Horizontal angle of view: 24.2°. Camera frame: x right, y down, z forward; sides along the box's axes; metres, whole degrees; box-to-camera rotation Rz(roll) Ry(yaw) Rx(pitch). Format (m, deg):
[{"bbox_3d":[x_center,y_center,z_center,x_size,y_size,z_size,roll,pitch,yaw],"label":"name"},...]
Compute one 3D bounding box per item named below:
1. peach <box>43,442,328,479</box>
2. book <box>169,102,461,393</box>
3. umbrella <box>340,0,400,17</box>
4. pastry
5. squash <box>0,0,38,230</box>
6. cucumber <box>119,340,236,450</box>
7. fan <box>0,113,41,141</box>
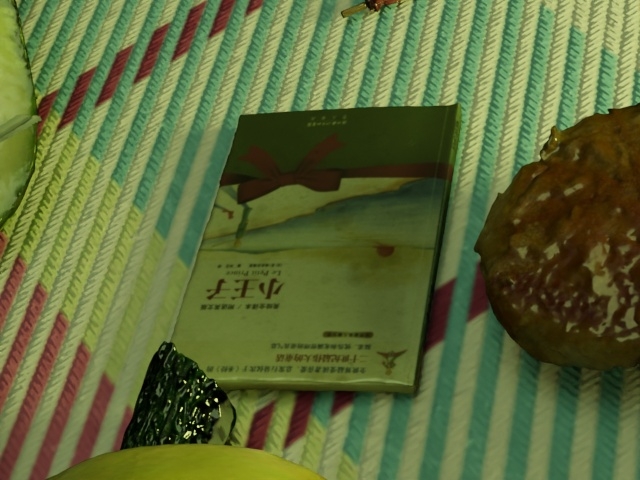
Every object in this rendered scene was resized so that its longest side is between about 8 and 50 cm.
[{"bbox_3d":[-0.095,0.267,0.783,0.315,0.281,0.314,-6,66,-1],"label":"peach"},{"bbox_3d":[0.000,0.000,1.180,0.201,0.026,0.289,-1,49,15],"label":"book"},{"bbox_3d":[0.094,-0.240,1.367,0.165,0.025,0.027,-25,25,-7],"label":"umbrella"},{"bbox_3d":[0.220,-0.002,1.060,0.218,0.100,0.229,1,58,25],"label":"pastry"},{"bbox_3d":[-0.366,-0.128,1.281,0.233,0.210,0.309,-11,40,-15],"label":"squash"},{"bbox_3d":[-0.119,0.194,1.014,0.077,0.077,0.265,3,52,20],"label":"cucumber"},{"bbox_3d":[-0.369,-0.002,1.128,0.233,0.012,0.414,10,38,36],"label":"fan"}]
